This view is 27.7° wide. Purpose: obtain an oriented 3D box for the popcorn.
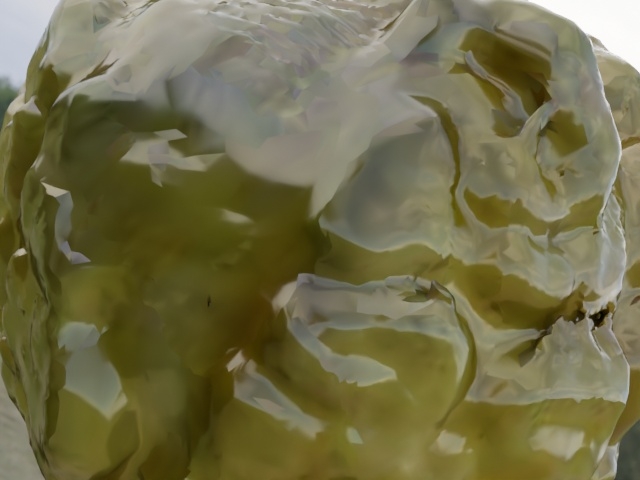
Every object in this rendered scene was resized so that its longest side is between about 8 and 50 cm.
[{"bbox_3d":[0.000,0.000,0.426,0.250,0.250,0.190,26,-19,23],"label":"popcorn"}]
